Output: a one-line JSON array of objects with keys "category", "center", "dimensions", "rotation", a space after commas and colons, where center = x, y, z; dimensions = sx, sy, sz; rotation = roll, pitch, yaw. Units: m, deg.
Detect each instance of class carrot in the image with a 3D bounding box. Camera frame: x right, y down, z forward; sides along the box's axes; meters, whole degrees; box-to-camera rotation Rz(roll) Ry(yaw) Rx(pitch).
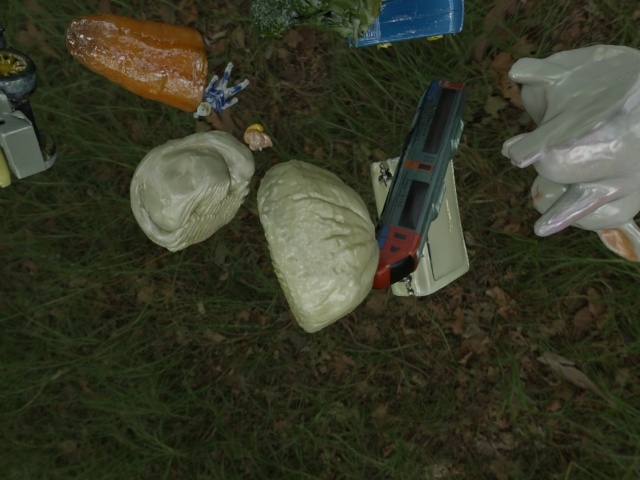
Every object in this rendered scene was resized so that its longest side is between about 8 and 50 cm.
[{"category": "carrot", "center": [-0.337, -0.341, 0.765], "dimensions": [0.159, 0.224, 0.159], "rotation": [-3, 85, 49]}]

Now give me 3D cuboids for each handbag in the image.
[{"category": "handbag", "center": [0.255, -0.053, 1.120], "dimensions": [0.160, 0.236, 0.359], "rotation": [-4, 101, 43]}]

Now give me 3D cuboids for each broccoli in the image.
[{"category": "broccoli", "center": [0.004, -0.537, 0.857], "dimensions": [0.283, 0.321, 0.304], "rotation": [29, 91, -38]}]

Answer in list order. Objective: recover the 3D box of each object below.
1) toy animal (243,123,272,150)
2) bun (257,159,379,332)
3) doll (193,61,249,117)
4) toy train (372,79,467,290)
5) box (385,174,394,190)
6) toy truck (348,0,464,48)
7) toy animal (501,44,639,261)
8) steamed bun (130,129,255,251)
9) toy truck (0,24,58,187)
[{"category": "toy animal", "center": [-0.239, -0.365, 1.544], "dimensions": [0.091, 0.082, 0.114], "rotation": [-19, 144, 19]}, {"category": "bun", "center": [0.000, 0.000, 0.537], "dimensions": [0.134, 0.220, 0.221], "rotation": [-16, 102, -3]}, {"category": "doll", "center": [-0.356, -0.507, 1.466], "dimensions": [0.227, 0.057, 0.114], "rotation": [-47, 117, -2]}, {"category": "toy train", "center": [0.175, -0.101, 0.722], "dimensions": [0.089, 0.086, 0.410], "rotation": [13, 66, 19]}, {"category": "box", "center": [0.163, -0.108, 0.832], "dimensions": [0.053, 0.083, 0.024], "rotation": [20, 110, 11]}, {"category": "toy truck", "center": [0.282, -0.746, 1.416], "dimensions": [0.384, 0.162, 0.161], "rotation": [3, 118, 22]}, {"category": "toy animal", "center": [0.279, -0.066, 0.453], "dimensions": [0.138, 0.141, 0.282], "rotation": [-9, 144, 23]}, {"category": "steamed bun", "center": [-0.353, -0.159, 1.132], "dimensions": [0.247, 0.352, 0.339], "rotation": [48, 139, 8]}, {"category": "toy truck", "center": [-0.386, -0.155, 0.386], "dimensions": [0.272, 0.157, 0.124], "rotation": [44, 142, 10]}]
